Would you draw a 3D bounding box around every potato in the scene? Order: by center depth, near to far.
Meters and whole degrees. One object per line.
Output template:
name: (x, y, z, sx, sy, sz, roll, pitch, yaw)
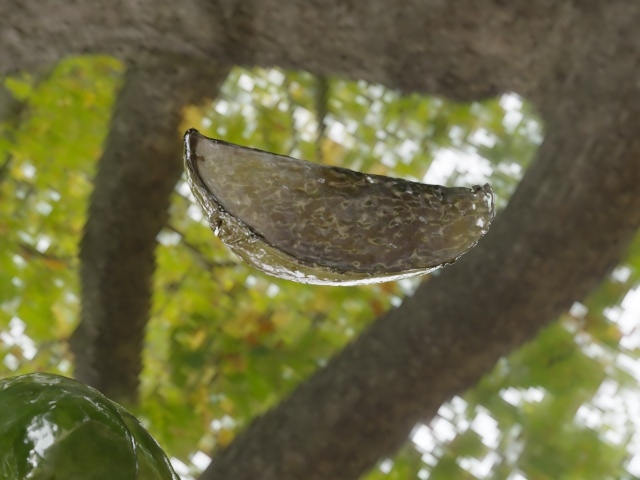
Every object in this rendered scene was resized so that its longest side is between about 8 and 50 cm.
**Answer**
potato: (0.002, 0.002, 1.538, 0.100, 0.261, 0.120, 115, 164, -54)

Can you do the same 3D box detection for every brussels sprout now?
brussels sprout: (-0.300, 0.336, 2.091, 0.276, 0.314, 0.371, 1, -84, -51)
